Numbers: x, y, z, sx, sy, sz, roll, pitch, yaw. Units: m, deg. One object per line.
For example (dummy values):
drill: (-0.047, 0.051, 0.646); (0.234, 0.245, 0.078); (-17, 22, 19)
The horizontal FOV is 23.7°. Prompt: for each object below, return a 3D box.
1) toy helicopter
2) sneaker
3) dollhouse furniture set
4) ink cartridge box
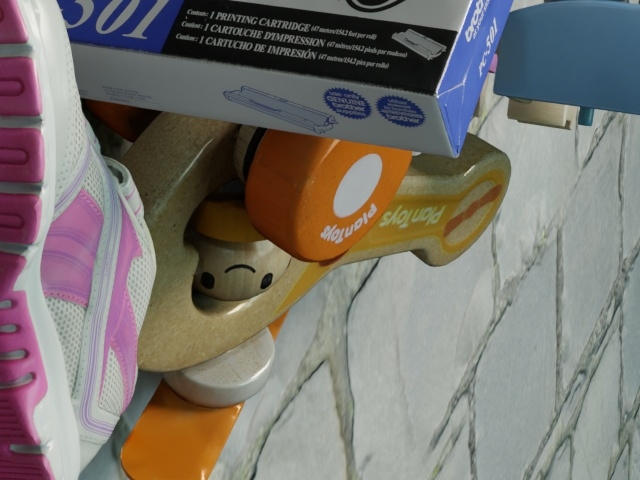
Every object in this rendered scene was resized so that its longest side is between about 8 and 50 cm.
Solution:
toy helicopter: (0.000, 0.000, 0.813); (0.355, 0.140, 0.235); (-7, 125, -57)
sneaker: (-0.124, -0.007, 0.596); (0.111, 0.103, 0.252); (-54, 153, -53)
dollhouse furniture set: (0.174, -0.171, 0.945); (0.286, 0.303, 0.198); (2, 98, -67)
ink cartridge box: (-0.031, -0.098, 0.616); (0.046, 0.207, 0.097); (64, 42, -55)
